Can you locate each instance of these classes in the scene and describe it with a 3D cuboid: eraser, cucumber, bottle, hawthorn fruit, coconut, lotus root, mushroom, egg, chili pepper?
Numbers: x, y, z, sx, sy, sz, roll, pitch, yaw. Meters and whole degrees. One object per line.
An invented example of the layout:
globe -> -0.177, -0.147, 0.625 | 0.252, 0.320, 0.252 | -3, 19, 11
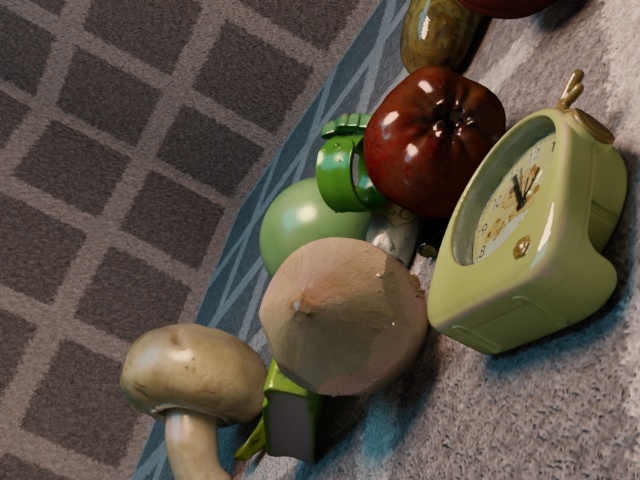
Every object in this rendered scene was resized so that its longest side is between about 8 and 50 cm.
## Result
eraser -> -0.020, 0.186, 1.277 | 0.210, 0.092, 0.274 | 91, -168, -47
cucumber -> 0.177, -0.040, 1.240 | 0.043, 0.039, 0.163 | -26, 34, 34
bottle -> 0.136, -0.077, 1.342 | 0.083, 0.083, 0.270 | -42, 29, 58
hawthorn fruit -> 0.152, -0.124, 1.155 | 0.248, 0.208, 0.208 | 126, 167, -67
coconut -> 0.030, 0.103, 1.056 | 0.224, 0.224, 0.234 | -64, -20, -8
lotus root -> 0.238, -0.418, 1.544 | 0.173, 0.173, 0.309 | 172, 118, -75
mushroom -> -0.237, 0.317, 1.670 | 0.315, 0.356, 0.315 | -44, -7, -7
egg -> 0.000, 0.000, 1.446 | 0.270, 0.220, 0.220 | 122, 171, -70
chili pepper -> -0.103, 0.350, 1.521 | 0.202, 0.050, 0.052 | -57, -26, 9

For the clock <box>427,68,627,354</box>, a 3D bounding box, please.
clock -> 0.233, -0.039, 0.871 | 0.235, 0.096, 0.308 | -43, 22, 59

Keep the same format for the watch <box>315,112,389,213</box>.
watch -> 0.075, -0.114, 1.275 | 0.131, 0.165, 0.152 | -1, 73, 35

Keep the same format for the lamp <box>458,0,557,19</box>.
lamp -> 0.290, -0.475, 1.161 | 0.303, 0.257, 0.303 | -48, -32, -43
